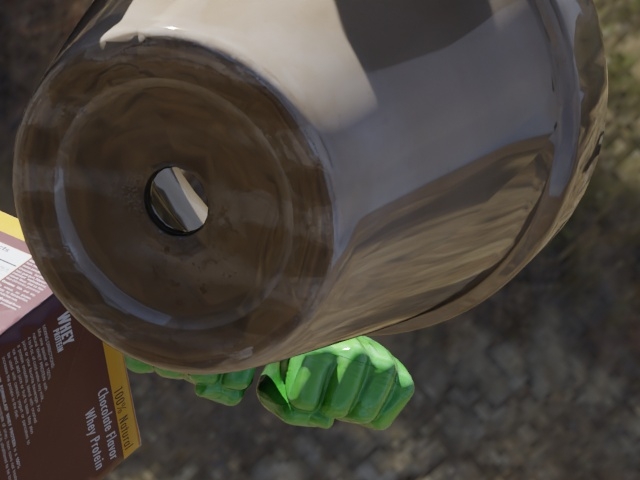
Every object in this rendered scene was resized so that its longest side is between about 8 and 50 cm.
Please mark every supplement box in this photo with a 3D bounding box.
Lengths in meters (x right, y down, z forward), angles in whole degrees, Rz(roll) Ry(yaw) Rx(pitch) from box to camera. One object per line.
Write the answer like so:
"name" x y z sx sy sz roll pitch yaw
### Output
"supplement box" -0.253 0.114 1.452 0.129 0.191 0.194 21 44 32

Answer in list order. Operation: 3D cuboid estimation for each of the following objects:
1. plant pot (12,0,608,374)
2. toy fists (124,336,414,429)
"plant pot" -0.027 -0.064 1.127 0.323 0.323 0.280 46 29 3
"toy fists" -0.053 0.108 1.794 0.279 0.142 0.096 17 88 -15
